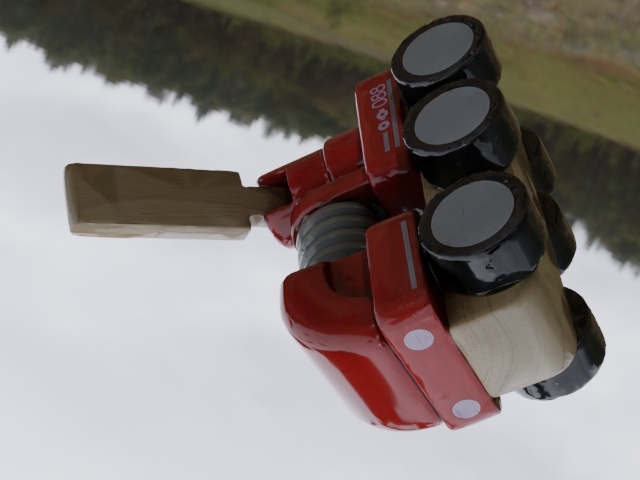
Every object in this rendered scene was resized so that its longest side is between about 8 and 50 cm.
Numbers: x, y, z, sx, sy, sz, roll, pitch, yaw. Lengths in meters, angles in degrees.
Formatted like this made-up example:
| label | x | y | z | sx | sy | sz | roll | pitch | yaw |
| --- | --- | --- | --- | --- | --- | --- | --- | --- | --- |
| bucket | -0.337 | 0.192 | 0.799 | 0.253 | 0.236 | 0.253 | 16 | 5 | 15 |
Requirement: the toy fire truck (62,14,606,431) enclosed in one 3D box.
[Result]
| label | x | y | z | sx | sy | sz | roll | pitch | yaw |
| --- | --- | --- | --- | --- | --- | --- | --- | --- | --- |
| toy fire truck | 0.000 | 0.000 | 0.733 | 0.158 | 0.246 | 0.217 | 55 | -160 | -38 |
